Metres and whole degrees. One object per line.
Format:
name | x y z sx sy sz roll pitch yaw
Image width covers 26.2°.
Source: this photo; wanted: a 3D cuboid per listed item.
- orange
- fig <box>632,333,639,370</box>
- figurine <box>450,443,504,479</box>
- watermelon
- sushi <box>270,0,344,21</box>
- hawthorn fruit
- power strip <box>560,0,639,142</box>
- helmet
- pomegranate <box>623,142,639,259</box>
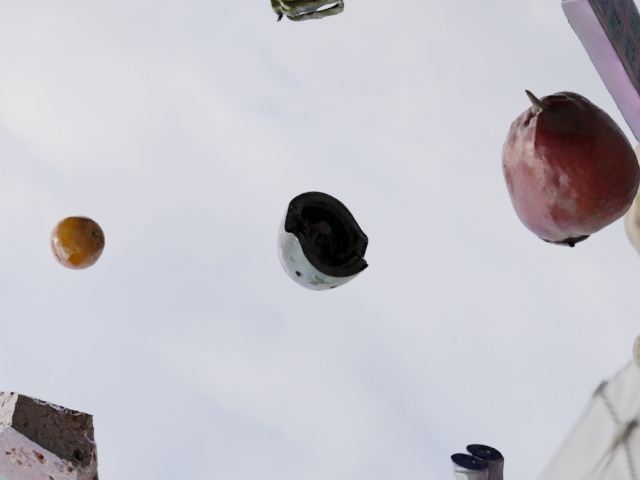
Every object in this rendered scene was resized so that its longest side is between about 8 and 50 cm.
orange | -0.354 0.003 2.007 0.084 0.083 0.083 19 -150 -12
fig | 0.598 0.199 2.452 0.093 0.093 0.166 33 -175 13
figurine | 0.206 0.412 1.847 0.133 0.274 0.194 15 178 29
watermelon | -0.372 0.268 1.846 0.193 0.256 0.139 22 -112 -5
sushi | -0.016 -0.430 1.771 0.139 0.290 0.131 -7 171 9
hawthorn fruit | 0.327 -0.115 1.849 0.189 0.190 0.251 -95 -19 -57
power strip | 0.341 -0.228 1.572 0.279 0.038 0.109 50 -137 -40
helmet | -0.007 0.015 2.270 0.153 0.107 0.177 20 -143 -19
pomegranate | 0.670 -0.071 2.313 0.333 0.332 0.332 19 -150 -12
